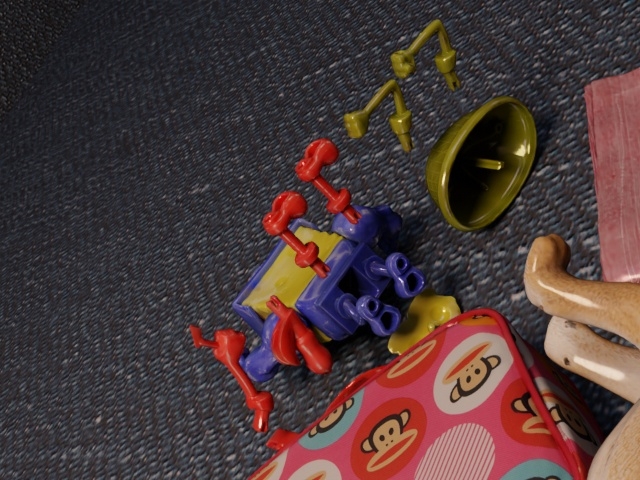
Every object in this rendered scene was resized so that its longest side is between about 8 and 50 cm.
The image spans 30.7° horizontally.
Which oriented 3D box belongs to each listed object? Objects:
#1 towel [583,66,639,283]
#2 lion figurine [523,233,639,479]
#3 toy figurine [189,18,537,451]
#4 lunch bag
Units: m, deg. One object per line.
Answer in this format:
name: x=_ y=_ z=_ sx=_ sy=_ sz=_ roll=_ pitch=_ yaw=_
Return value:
towel: x=0.340 y=-0.106 z=0.829 sx=0.329 sy=0.037 sz=0.237 roll=-28 pitch=34 yaw=29
lion figurine: x=0.167 y=0.118 z=0.537 sx=0.240 sy=0.142 sz=0.392 roll=21 pitch=59 yaw=32
toy figurine: x=0.000 y=0.000 z=1.001 sx=0.362 sy=0.191 sz=0.217 roll=-56 pitch=25 yaw=-19
lunch bag: x=0.047 y=0.184 z=0.762 sx=0.293 sy=0.120 sz=0.258 roll=-39 pitch=29 yaw=14
